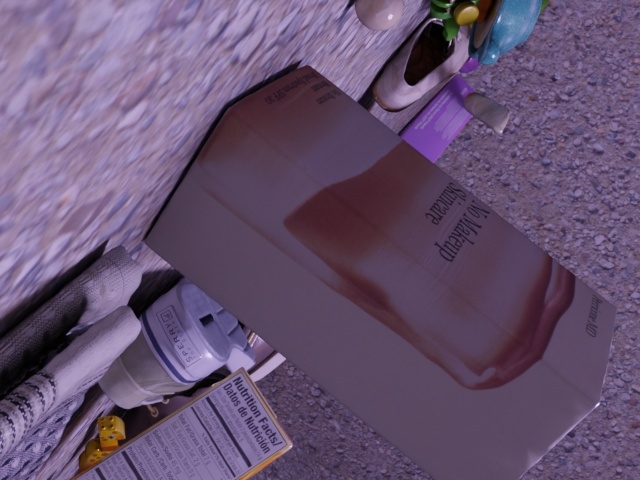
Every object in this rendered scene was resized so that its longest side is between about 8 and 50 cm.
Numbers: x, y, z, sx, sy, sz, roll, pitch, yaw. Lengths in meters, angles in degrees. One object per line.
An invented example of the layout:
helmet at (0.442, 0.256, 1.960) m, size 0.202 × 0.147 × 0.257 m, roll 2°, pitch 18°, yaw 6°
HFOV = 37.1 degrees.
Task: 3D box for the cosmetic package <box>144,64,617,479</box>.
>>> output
cosmetic package at (0.048, 0.025, 0.673) m, size 0.129 × 0.296 × 0.153 m, roll -52°, pitch 178°, yaw 29°

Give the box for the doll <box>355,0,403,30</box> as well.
doll at (0.094, -0.237, 0.722) m, size 0.189 × 0.046 × 0.129 m, roll -53°, pitch 176°, yaw 5°

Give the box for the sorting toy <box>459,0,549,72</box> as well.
sorting toy at (0.308, -0.438, 1.515) m, size 0.365 × 0.127 × 0.126 m, roll -50°, pitch 148°, yaw 8°

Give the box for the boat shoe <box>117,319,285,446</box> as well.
boat shoe at (-0.166, 0.176, 1.179) m, size 0.324 × 0.116 × 0.097 m, roll -42°, pitch 137°, yaw 4°

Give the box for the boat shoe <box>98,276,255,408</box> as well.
boat shoe at (-0.130, 0.089, 0.867) m, size 0.094 × 0.109 × 0.302 m, roll -28°, pitch 174°, yaw 1°

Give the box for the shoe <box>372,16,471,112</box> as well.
shoe at (0.150, -0.245, 1.249) m, size 0.219 × 0.076 × 0.058 m, roll -48°, pitch -179°, yaw -32°

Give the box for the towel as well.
towel at (-0.229, 0.177, 0.537) m, size 0.312 × 0.056 × 0.324 m, roll -55°, pitch 177°, yaw 38°

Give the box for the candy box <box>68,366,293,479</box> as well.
candy box at (-0.183, 0.242, 0.852) m, size 0.316 × 0.087 × 0.183 m, roll -33°, pitch 172°, yaw -14°

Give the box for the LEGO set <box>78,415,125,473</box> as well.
LEGO set at (-0.213, 0.246, 1.082) m, size 0.227 × 0.087 × 0.093 m, roll -7°, pitch 140°, yaw -14°

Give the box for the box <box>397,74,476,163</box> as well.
box at (0.082, -0.077, 1.263) m, size 0.293 × 0.057 × 0.201 m, roll -49°, pitch -177°, yaw -37°

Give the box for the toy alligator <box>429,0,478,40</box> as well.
toy alligator at (0.165, -0.306, 1.072) m, size 0.051 × 0.056 × 0.190 m, roll 0°, pitch 139°, yaw -26°

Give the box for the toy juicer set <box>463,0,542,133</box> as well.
toy juicer set at (0.207, -0.276, 1.180) m, size 0.209 × 0.089 × 0.329 m, roll 148°, pitch -41°, yaw -81°
